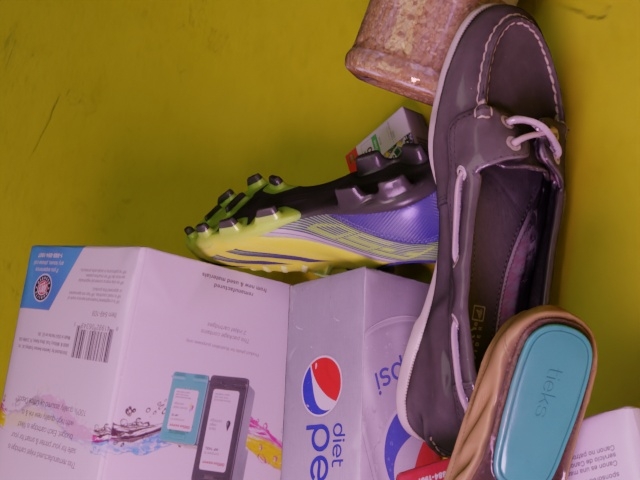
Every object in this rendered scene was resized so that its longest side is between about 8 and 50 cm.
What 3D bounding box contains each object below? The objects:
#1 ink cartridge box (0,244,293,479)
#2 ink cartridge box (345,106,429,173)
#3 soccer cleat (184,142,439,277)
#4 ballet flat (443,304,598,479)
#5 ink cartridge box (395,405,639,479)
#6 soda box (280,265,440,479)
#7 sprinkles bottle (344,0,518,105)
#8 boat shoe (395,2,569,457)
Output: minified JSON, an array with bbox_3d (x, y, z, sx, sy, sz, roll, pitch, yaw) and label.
[{"bbox_3d":[-0.160,0.155,1.054,0.198,0.197,0.270,1,78,49],"label":"ink cartridge box"},{"bbox_3d":[0.050,-0.057,1.014,0.115,0.029,0.063,-39,52,34],"label":"ink cartridge box"},{"bbox_3d":[0.000,0.001,0.980,0.289,0.121,0.093,-9,32,40],"label":"soccer cleat"},{"bbox_3d":[0.106,0.151,0.690,0.073,0.080,0.232,-167,98,-79],"label":"ballet flat"},{"bbox_3d":[0.164,0.263,0.713,0.197,0.114,0.273,-27,57,41],"label":"ink cartridge box"},{"bbox_3d":[0.032,0.172,0.912,0.098,0.091,0.286,-16,66,47],"label":"soda box"},{"bbox_3d":[0.131,-0.284,0.925,0.121,0.121,0.355,25,97,50],"label":"sprinkles bottle"},{"bbox_3d":[0.135,-0.004,0.836,0.095,0.112,0.335,11,92,57],"label":"boat shoe"}]
